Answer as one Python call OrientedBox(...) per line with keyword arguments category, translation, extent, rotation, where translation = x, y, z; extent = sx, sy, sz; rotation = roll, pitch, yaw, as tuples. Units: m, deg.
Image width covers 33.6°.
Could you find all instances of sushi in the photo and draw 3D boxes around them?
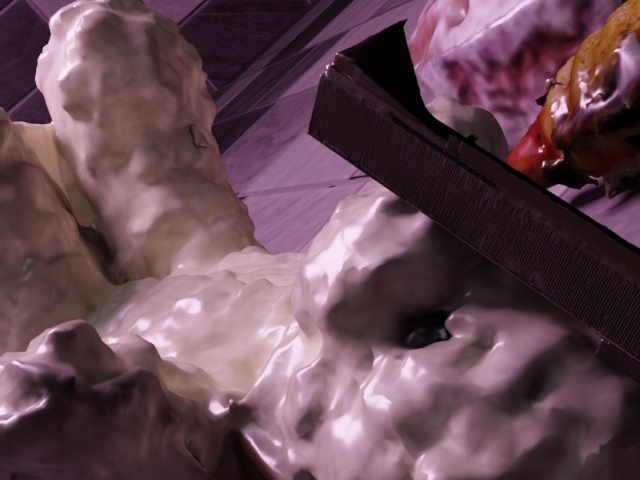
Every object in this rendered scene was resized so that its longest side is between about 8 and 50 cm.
OrientedBox(category="sushi", translation=(0.202, -0.099, 0.654), extent=(0.226, 0.103, 0.097), rotation=(-38, 47, 46))

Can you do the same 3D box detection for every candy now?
OrientedBox(category="candy", translation=(0.173, -0.167, 0.819), extent=(0.289, 0.157, 0.214), rotation=(-22, 20, 50))

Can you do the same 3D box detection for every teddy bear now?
OrientedBox(category="teddy bear", translation=(0.000, 0.000, 0.436), extent=(0.327, 0.375, 0.362), rotation=(-26, -4, -38))

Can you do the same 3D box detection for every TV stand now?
OrientedBox(category="TV stand", translation=(0.108, 0.014, 0.319), extent=(0.049, 0.256, 0.040), rotation=(-34, -29, -38))
